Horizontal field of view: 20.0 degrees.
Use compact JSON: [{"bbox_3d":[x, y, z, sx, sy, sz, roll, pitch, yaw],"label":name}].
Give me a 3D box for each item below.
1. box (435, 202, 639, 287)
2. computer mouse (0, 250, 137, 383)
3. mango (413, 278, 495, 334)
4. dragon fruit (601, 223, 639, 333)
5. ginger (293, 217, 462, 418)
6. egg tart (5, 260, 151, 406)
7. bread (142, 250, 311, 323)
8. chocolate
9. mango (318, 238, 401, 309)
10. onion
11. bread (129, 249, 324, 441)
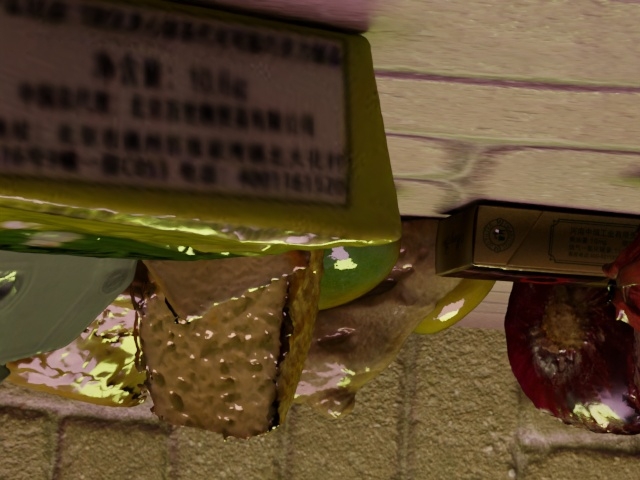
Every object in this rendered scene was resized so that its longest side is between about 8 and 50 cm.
[{"bbox_3d":[0.253,0.010,1.872,0.240,0.071,0.159,5,176,-11],"label":"box"},{"bbox_3d":[-0.311,-0.001,1.444,0.145,0.228,0.429,44,-160,23],"label":"computer mouse"},{"bbox_3d":[0.139,0.050,2.118,0.085,0.122,0.191,44,160,-8],"label":"mango"},{"bbox_3d":[0.351,0.035,1.549,0.209,0.172,0.172,-7,174,3],"label":"dragon fruit"},{"bbox_3d":[0.031,0.077,2.030,0.354,0.190,0.126,-38,157,16],"label":"ginger"},{"bbox_3d":[-0.288,0.061,1.884,0.443,0.178,0.443,17,176,1],"label":"egg tart"},{"bbox_3d":[-0.080,-0.023,1.445,0.147,0.127,0.152,-27,-169,3],"label":"bread"},{"bbox_3d":[-0.142,-0.064,1.105,0.301,0.137,0.289,6,175,-28],"label":"chocolate"},{"bbox_3d":[0.000,0.000,1.792,0.156,0.114,0.251,19,158,-16],"label":"mango"},{"bbox_3d":[0.311,0.116,2.096,0.206,0.207,0.216,7,-178,36],"label":"onion"},{"bbox_3d":[-0.075,0.041,1.657,0.160,0.260,0.147,10,-162,20],"label":"bread"}]
